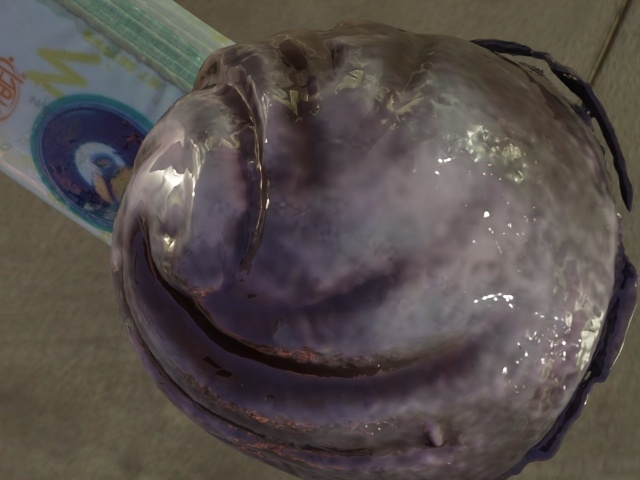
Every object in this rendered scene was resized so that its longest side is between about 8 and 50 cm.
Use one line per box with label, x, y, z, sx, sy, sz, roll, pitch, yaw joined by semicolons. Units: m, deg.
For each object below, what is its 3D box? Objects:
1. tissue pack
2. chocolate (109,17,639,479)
tissue pack;-0.238;-0.151;1.461;0.388;0.162;0.287;34;129;-5
chocolate;0.000;0.000;0.690;0.303;0.213;0.303;-16;68;44
